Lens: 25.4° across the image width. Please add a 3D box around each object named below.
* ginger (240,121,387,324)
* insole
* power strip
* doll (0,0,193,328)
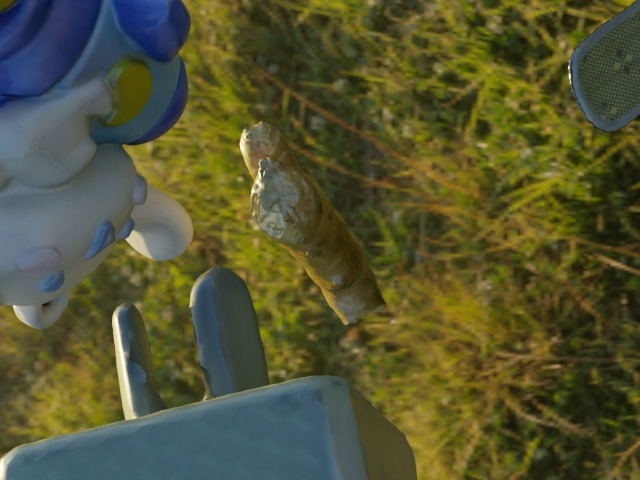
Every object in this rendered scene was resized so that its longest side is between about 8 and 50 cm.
[{"bbox_3d":[-0.003,0.001,1.351,0.065,0.299,0.118,-19,57,9],"label":"ginger"},{"bbox_3d":[0.310,-0.194,1.184,0.007,0.322,0.109,-9,116,56],"label":"insole"},{"bbox_3d":[-0.032,0.126,0.537,0.139,0.140,0.224,-15,69,11],"label":"power strip"},{"bbox_3d":[-0.201,-0.092,1.105,0.187,0.376,0.365,10,111,6],"label":"doll"}]
